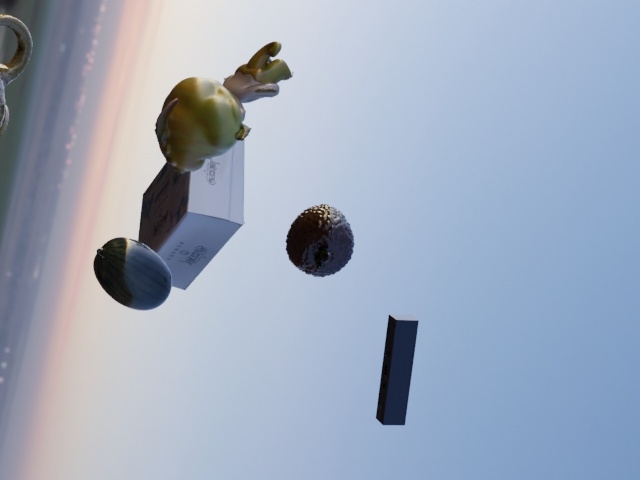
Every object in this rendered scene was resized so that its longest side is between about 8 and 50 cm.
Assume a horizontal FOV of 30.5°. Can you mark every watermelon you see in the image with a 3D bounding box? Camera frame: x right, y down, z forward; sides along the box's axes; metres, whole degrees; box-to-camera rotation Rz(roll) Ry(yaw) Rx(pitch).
[{"bbox_3d":[-0.234,0.040,1.451,0.078,0.110,0.078,-37,-154,22],"label":"watermelon"}]

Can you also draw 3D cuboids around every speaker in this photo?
[{"bbox_3d":[0.133,0.226,2.051,0.040,0.046,0.191,-145,-120,-70],"label":"speaker"}]

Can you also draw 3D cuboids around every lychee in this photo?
[{"bbox_3d":[0.000,0.000,1.873,0.146,0.114,0.114,-94,-160,-57],"label":"lychee"}]

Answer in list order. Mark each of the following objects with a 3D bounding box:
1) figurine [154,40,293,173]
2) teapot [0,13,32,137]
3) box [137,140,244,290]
[{"bbox_3d":[-0.147,-0.198,1.723,0.246,0.156,0.131,-45,135,-31],"label":"figurine"},{"bbox_3d":[-0.531,-0.195,1.736,0.203,0.167,0.311,29,-101,42],"label":"teapot"},{"bbox_3d":[-0.250,-0.060,2.232,0.274,0.116,0.203,-44,-142,49],"label":"box"}]
